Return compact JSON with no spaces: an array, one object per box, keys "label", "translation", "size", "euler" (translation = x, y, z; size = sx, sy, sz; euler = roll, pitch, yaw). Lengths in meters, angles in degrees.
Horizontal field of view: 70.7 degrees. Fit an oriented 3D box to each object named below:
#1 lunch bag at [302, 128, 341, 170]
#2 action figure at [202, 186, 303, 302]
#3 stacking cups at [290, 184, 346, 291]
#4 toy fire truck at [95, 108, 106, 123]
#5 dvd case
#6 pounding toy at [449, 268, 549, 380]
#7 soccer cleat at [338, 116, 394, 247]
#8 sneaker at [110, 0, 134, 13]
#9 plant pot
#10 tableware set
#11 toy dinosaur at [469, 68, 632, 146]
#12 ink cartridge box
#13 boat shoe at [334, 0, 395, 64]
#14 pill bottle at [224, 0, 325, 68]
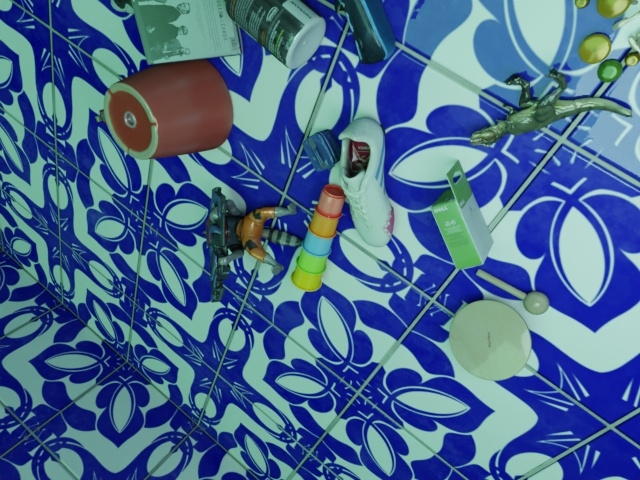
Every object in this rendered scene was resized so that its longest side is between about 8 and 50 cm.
[{"label":"lunch bag","translation":[0.005,-0.218,1.115],"size":[0.067,0.065,0.098],"euler":[-20,103,40]},{"label":"action figure","translation":[-0.224,0.020,1.345],"size":[0.330,0.179,0.341],"euler":[10,96,36]},{"label":"stacking cups","translation":[0.000,0.000,1.228],"size":[0.096,0.096,0.316],"euler":[32,129,16]},{"label":"toy fire truck","translation":[-0.654,-0.396,1.419],"size":[0.135,0.192,0.047],"euler":[-13,111,9]},{"label":"dvd case","translation":[-0.326,-0.536,1.102],"size":[0.239,0.029,0.179],"euler":[-6,117,0]},{"label":"pounding toy","translation":[0.421,0.207,1.070],"size":[0.183,0.110,0.236],"euler":[26,99,34]},{"label":"soccer cleat","translation":[0.095,-0.117,1.060],"size":[0.116,0.143,0.331],"euler":[7,120,32]},{"label":"sneaker","translation":[-0.441,-0.657,1.144],"size":[0.269,0.101,0.153],"euler":[20,126,25]},{"label":"plant pot","translation":[-0.415,-0.345,1.213],"size":[0.275,0.243,0.274],"euler":[17,123,27]},{"label":"tableware set","translation":[0.477,-0.346,0.748],"size":[0.104,0.024,0.154],"euler":[-32,97,45]},{"label":"toy dinosaur","translation":[0.403,-0.250,0.828],"size":[0.268,0.064,0.118],"euler":[-7,126,36]},{"label":"ink cartridge box","translation":[0.299,-0.056,0.978],"size":[0.062,0.109,0.209],"euler":[-17,105,39]},{"label":"boat shoe","translation":[0.059,-0.478,0.903],"size":[0.089,0.109,0.258],"euler":[-10,107,42]},{"label":"pill bottle","translation":[-0.117,-0.504,0.990],"size":[0.246,0.130,0.130],"euler":[42,132,6]}]
